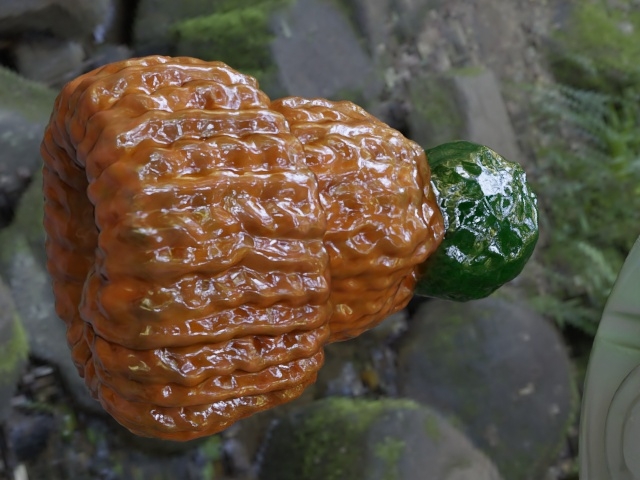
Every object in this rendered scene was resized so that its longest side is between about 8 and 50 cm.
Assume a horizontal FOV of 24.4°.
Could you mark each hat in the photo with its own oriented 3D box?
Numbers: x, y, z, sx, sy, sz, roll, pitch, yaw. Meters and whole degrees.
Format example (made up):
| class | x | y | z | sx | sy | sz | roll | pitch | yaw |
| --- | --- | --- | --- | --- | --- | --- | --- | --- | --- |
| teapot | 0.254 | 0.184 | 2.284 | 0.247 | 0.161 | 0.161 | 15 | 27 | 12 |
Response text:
| class | x | y | z | sx | sy | sz | roll | pitch | yaw |
| --- | --- | --- | --- | --- | --- | --- | --- | --- | --- |
| hat | 0.000 | 0.000 | 1.114 | 0.285 | 0.400 | 0.285 | 175 | -90 | -75 |

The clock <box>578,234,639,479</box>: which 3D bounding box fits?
| class | x | y | z | sx | sy | sz | roll | pitch | yaw |
| --- | --- | --- | --- | --- | --- | --- | --- | --- | --- |
| clock | 0.209 | 0.071 | 0.531 | 0.265 | 0.108 | 0.324 | -25 | 110 | -26 |
